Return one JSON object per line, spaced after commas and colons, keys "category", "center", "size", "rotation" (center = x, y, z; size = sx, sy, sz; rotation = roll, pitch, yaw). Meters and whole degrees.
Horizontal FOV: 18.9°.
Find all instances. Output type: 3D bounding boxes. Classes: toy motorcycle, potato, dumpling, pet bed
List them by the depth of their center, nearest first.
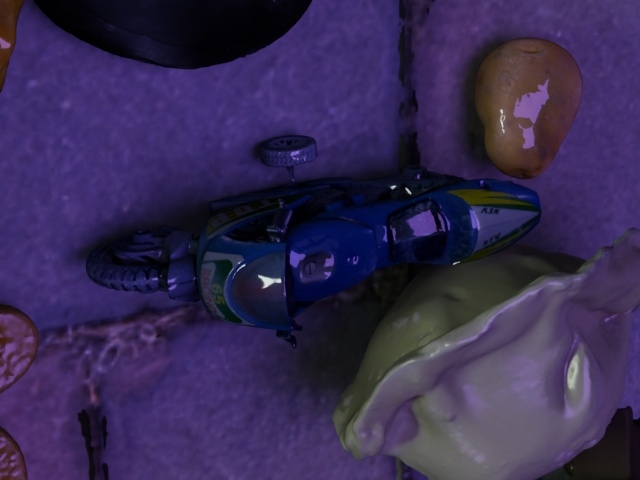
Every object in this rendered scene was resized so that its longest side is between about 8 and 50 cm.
{"category": "pet bed", "center": [-0.076, -0.182, 1.014], "size": [0.201, 0.053, 0.201], "rotation": [-12, 128, -16]}
{"category": "toy motorcycle", "center": [0.000, 0.000, 1.088], "size": [0.254, 0.135, 0.092], "rotation": [-14, 110, -26]}
{"category": "dumpling", "center": [0.119, 0.061, 1.140], "size": [0.258, 0.193, 0.147], "rotation": [-20, 73, -37]}
{"category": "potato", "center": [0.128, -0.082, 1.184], "size": [0.068, 0.062, 0.083], "rotation": [6, 71, -4]}

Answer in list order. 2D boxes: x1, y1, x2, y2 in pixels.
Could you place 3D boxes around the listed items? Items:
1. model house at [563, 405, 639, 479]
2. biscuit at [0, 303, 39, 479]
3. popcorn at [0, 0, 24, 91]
{"category": "model house", "center": [0.213, 0.228, 1.241], "size": [0.211, 0.204, 0.243], "rotation": [33, 54, -60]}
{"category": "biscuit", "center": [-0.231, 0.068, 1.034], "size": [0.158, 0.035, 0.240], "rotation": [-27, 115, -19]}
{"category": "popcorn", "center": [-0.222, -0.123, 0.899], "size": [0.190, 0.191, 0.253], "rotation": [15, 88, -46]}
